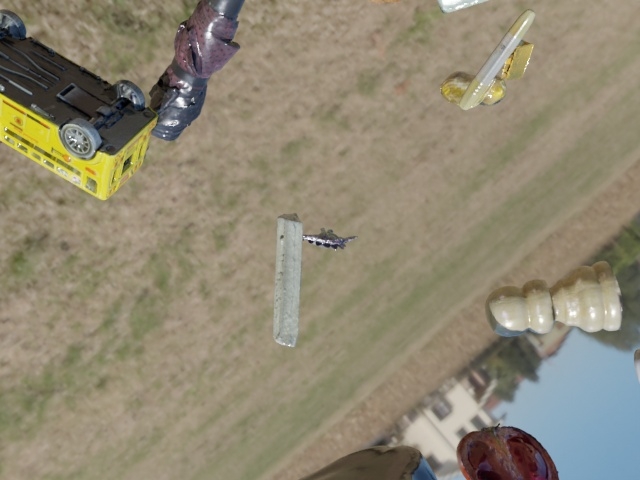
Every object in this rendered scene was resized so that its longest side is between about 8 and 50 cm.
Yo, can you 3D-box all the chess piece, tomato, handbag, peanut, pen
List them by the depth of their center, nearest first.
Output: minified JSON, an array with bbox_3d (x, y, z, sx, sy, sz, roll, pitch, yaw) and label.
[{"bbox_3d":[0.330,0.431,1.624,0.189,0.173,0.099,-4,141,-23],"label":"tomato"},{"bbox_3d":[0.329,-0.329,1.649,0.233,0.040,0.032,-55,-168,40],"label":"pen"},{"bbox_3d":[0.463,0.130,1.796,0.260,0.143,0.143,-9,167,4],"label":"chess piece"},{"bbox_3d":[0.419,-0.383,1.899,0.061,0.027,0.083,-17,132,-44],"label":"handbag"},{"bbox_3d":[0.377,-0.377,2.211,0.087,0.087,0.206,-35,-154,-25],"label":"peanut"}]

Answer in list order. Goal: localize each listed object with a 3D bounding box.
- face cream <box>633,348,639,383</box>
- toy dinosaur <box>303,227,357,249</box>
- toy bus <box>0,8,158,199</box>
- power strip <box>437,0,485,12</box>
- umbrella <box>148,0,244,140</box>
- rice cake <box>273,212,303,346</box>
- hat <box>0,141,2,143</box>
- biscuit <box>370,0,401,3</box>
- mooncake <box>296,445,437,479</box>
[{"bbox_3d":[0.604,0.219,1.558,0.095,0.091,0.091,-17,180,28],"label":"face cream"},{"bbox_3d":[0.000,-0.002,2.198,0.208,0.082,0.039,-2,108,-21],"label":"toy dinosaur"},{"bbox_3d":[-0.423,-0.207,1.351,0.144,0.330,0.152,-55,173,-44],"label":"toy bus"},{"bbox_3d":[0.226,-0.431,1.320,0.139,0.140,0.224,-13,-151,18],"label":"power strip"},{"bbox_3d":[-0.192,-0.285,1.395,0.094,0.090,0.326,-5,145,-41],"label":"umbrella"},{"bbox_3d":[-0.062,0.075,1.723,0.052,0.256,0.057,3,-177,3],"label":"rice cake"},{"bbox_3d":[-0.776,-0.199,1.843,0.227,0.129,0.140,-6,-149,17],"label":"hat"},{"bbox_3d":[0.226,-0.632,1.928,0.333,0.202,0.047,-26,169,28],"label":"biscuit"},{"bbox_3d":[0.004,0.350,0.923,0.306,0.154,0.306,-27,-178,1],"label":"mooncake"}]
